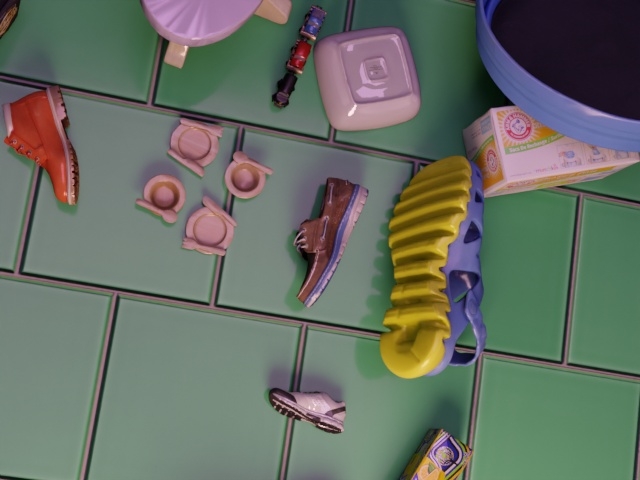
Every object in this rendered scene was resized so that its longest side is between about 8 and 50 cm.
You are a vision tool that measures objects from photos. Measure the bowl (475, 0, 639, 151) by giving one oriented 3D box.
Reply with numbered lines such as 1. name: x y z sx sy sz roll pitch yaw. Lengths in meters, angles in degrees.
1. bowl: 0.397 -0.277 1.392 0.390 0.077 0.391 4 53 -5

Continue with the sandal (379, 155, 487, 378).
1. sandal: 0.166 0.041 1.364 0.138 0.126 0.318 26 69 -40

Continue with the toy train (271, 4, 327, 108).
1. toy train: -0.028 -0.254 1.394 0.027 0.036 0.158 23 77 -8

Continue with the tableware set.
1. tableware set: -0.154 -0.071 1.346 0.141 0.020 0.169 30 76 -7

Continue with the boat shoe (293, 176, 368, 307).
1. boat shoe: 0.000 0.000 1.352 0.066 0.066 0.183 25 67 -3

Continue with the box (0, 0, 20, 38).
1. box: -0.560 -0.261 1.219 0.295 0.073 0.293 29 60 -8

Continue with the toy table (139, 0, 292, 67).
1. toy table: -0.148 -0.359 1.320 0.252 0.161 0.274 31 75 -6

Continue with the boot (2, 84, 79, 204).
1. boot: -0.352 -0.113 1.293 0.084 0.059 0.158 -15 76 -11

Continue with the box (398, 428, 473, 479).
1. box: 0.127 0.329 1.327 0.054 0.059 0.169 35 76 -3

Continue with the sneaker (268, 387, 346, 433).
1. sneaker: -0.016 0.213 1.328 0.109 0.040 0.044 25 61 -11

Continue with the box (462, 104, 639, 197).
1. box: 0.316 -0.132 1.413 0.203 0.114 0.103 -10 83 -13

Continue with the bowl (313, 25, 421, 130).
1. bowl: 0.070 -0.228 1.405 0.142 0.053 0.142 -11 85 -15
